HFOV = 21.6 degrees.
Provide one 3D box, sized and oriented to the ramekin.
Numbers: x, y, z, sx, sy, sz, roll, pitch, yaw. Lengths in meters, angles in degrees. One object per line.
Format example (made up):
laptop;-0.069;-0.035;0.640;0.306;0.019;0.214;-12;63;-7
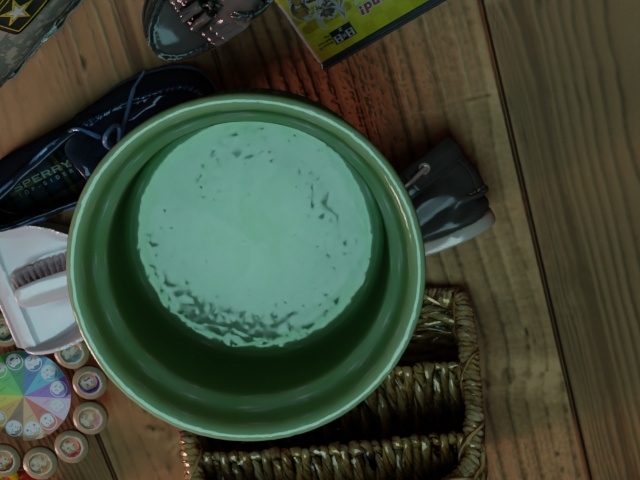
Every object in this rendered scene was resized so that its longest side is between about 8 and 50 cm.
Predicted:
ramekin;-0.061;0.009;1.470;0.303;0.148;0.303;0;104;1

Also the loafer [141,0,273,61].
loafer;-0.060;-0.243;1.418;0.096;0.084;0.267;40;115;-19

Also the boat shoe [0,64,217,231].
boat shoe;-0.205;-0.069;1.570;0.258;0.089;0.109;-32;114;20

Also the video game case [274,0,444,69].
video game case;0.049;-0.312;1.443;0.274;0.035;0.248;-29;115;18

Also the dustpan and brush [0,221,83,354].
dustpan and brush;-0.230;0.033;1.647;0.211;0.060;0.147;-17;113;6

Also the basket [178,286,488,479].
basket;0.013;0.197;1.646;0.299;0.213;0.223;-4;121;5

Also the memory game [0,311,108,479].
memory game;-0.309;0.162;1.730;0.186;0.012;0.186;0;104;1

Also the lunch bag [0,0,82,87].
lunch bag;-0.328;-0.263;1.421;0.287;0.169;0.235;34;114;-24

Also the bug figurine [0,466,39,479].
bug figurine;-0.390;0.342;1.839;0.279;0.072;0.216;-13;126;5

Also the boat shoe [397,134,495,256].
boat shoe;0.000;0.000;1.600;0.335;0.112;0.096;-22;98;10
